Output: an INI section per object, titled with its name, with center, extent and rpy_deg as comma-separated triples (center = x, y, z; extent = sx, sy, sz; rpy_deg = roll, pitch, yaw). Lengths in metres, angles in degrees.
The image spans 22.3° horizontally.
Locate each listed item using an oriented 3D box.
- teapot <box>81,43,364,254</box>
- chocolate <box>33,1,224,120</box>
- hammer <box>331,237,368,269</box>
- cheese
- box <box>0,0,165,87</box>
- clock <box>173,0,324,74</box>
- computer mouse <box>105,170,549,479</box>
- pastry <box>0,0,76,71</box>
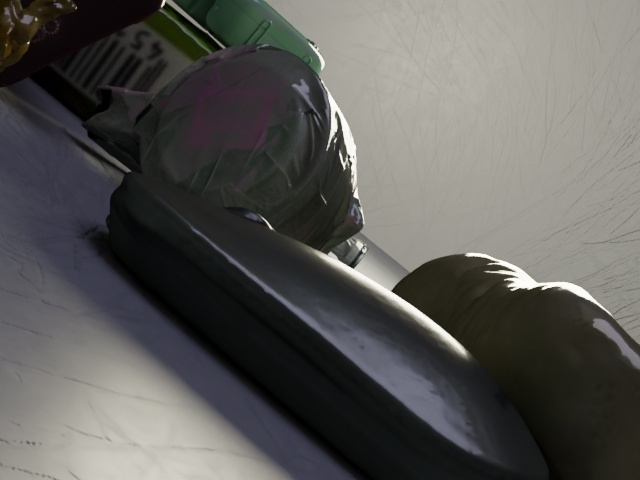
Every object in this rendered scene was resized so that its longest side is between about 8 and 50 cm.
[teapot]
center = -0.072, -0.048, 1.342
extent = 0.178, 0.222, 0.163
rpy_deg = 51, 31, -58
[chocolate]
center = -0.208, -0.196, 1.618
extent = 0.301, 0.137, 0.289
rpy_deg = 41, 4, 1
[hammer]
center = -0.001, 0.001, 2.007
extent = 0.152, 0.044, 0.427
rpy_deg = 38, 4, -5
[cheese]
center = 0.153, 0.101, 1.177
extent = 0.351, 0.130, 0.328
rpy_deg = 45, -8, 28
[box]
center = -0.236, -0.245, 1.315
extent = 0.167, 0.193, 0.294
rpy_deg = 63, -3, -20
[clock]
center = -0.094, -0.240, 1.696
extent = 0.159, 0.066, 0.211
rpy_deg = 38, 5, -45
[computer mouse]
center = 0.010, 0.062, 1.007
extent = 0.331, 0.095, 0.197
rpy_deg = 40, -1, 2
[pastry]
center = -0.274, -0.180, 0.970
extent = 0.250, 0.102, 0.154
rpy_deg = 37, -8, -1
